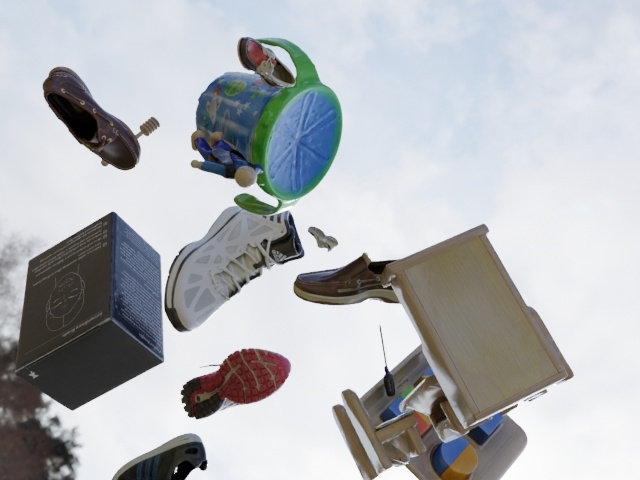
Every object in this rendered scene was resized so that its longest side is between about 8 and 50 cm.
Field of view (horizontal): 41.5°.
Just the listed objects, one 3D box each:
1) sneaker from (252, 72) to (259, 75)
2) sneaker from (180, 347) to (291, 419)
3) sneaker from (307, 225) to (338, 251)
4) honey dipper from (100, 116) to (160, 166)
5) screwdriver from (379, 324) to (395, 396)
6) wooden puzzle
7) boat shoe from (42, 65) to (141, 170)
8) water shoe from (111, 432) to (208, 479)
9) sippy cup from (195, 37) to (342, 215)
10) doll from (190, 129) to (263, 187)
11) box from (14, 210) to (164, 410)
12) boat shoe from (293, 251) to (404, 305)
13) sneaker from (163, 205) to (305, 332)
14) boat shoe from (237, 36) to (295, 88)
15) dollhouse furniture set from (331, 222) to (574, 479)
[{"bbox_3d":[-0.171,-0.289,1.966,0.256,0.094,0.151,-41,-95,26],"label":"sneaker"},{"bbox_3d":[-0.181,0.309,1.884,0.299,0.112,0.121,-23,-99,34],"label":"sneaker"},{"bbox_3d":[0.000,0.000,1.887,0.037,0.083,0.032,-45,-152,25],"label":"sneaker"},{"bbox_3d":[-0.413,-0.212,1.820,0.030,0.161,0.030,33,-31,23],"label":"honey dipper"},{"bbox_3d":[0.142,0.268,1.883,0.025,0.024,0.170,-9,-80,27],"label":"screwdriver"},{"bbox_3d":[0.293,0.413,1.924,0.348,0.322,0.080,46,-44,12],"label":"wooden puzzle"},{"bbox_3d":[-0.365,-0.179,1.343,0.207,0.073,0.073,48,20,-36],"label":"boat shoe"},{"bbox_3d":[-0.304,0.436,1.568,0.073,0.203,0.080,49,9,-51],"label":"water shoe"},{"bbox_3d":[-0.113,-0.220,1.629,0.224,0.305,0.240,26,-7,31],"label":"sippy cup"},{"bbox_3d":[-0.163,-0.135,1.442,0.189,0.129,0.046,42,-55,48],"label":"doll"},{"bbox_3d":[-0.577,0.174,2.145,0.212,0.293,0.395,50,18,-40],"label":"box"},{"bbox_3d":[0.075,0.064,1.622,0.095,0.257,0.095,-124,-143,-63],"label":"boat shoe"},{"bbox_3d":[-0.201,0.050,2.134,0.257,0.447,0.169,-6,-54,33],"label":"sneaker"},{"bbox_3d":[-0.086,-0.279,1.332,0.043,0.049,0.137,11,-13,28],"label":"boat shoe"},{"bbox_3d":[0.204,0.184,1.386,0.256,0.362,0.394,63,-15,17],"label":"dollhouse furniture set"}]
